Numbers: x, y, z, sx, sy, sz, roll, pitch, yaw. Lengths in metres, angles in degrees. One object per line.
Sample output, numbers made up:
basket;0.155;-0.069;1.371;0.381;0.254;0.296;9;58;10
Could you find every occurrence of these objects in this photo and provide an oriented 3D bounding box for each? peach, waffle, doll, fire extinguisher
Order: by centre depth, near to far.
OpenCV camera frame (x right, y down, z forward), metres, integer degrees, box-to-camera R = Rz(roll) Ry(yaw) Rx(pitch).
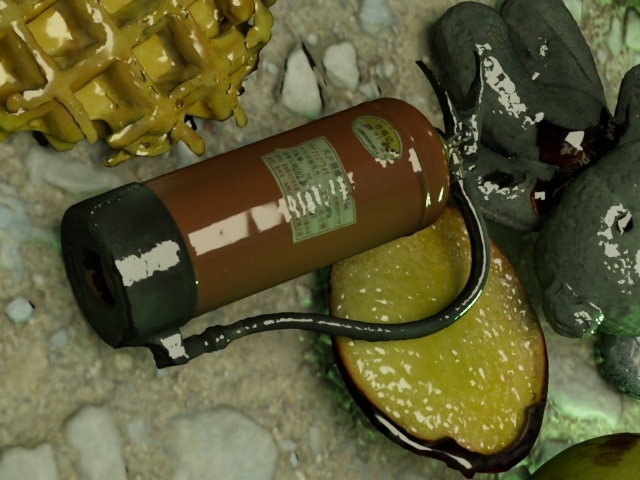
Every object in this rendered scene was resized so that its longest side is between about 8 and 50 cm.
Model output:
waffle;-0.191;-0.249;1.342;0.380;0.095;0.382;6;83;-33
fire extinguisher;-0.006;-0.005;1.397;0.376;0.113;0.200;-23;118;-25
peach;0.083;0.070;1.476;0.189;0.068;0.279;-4;68;-28
doll;0.225;-0.074;1.507;0.246;0.158;0.340;-16;82;-27

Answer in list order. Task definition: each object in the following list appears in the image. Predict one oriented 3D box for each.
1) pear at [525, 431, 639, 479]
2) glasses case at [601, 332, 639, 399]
pear;0.260;0.295;1.444;0.284;0.283;0.283;4;82;-31
glasses case;0.321;0.009;1.628;0.109;0.067;0.282;14;79;-20
